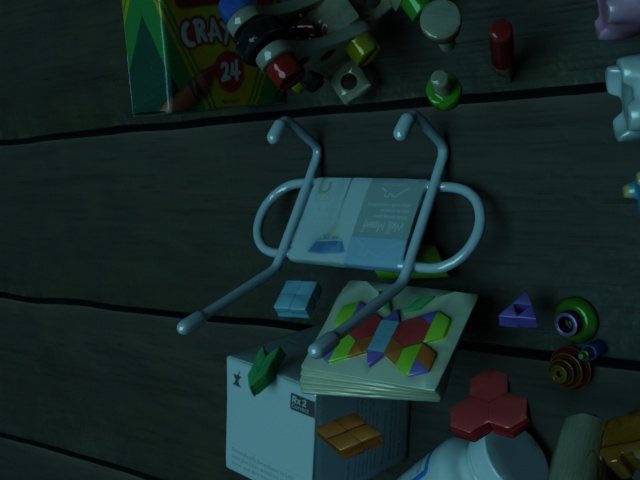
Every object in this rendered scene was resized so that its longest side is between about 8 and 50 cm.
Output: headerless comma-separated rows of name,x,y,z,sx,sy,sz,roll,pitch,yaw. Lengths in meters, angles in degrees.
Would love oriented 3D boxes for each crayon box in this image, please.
crayon box,-0.149,-0.320,1.225,0.081,0.202,0.319,3,102,42

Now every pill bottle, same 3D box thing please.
pill bottle,0.155,0.300,1.134,0.221,0.124,0.124,-48,67,39

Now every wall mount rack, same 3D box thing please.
wall mount rack,0.000,0.000,1.135,0.350,0.130,0.304,4,66,42

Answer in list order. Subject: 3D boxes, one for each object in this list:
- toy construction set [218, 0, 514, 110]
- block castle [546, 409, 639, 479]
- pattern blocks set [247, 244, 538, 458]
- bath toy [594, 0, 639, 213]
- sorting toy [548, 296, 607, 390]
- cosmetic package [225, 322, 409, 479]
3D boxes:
toy construction set,0.069,-0.237,1.086,0.308,0.237,0.257,30,89,16
block castle,0.404,0.255,0.733,0.453,0.213,0.303,-24,118,37
pattern blocks set,0.074,0.109,1.083,0.324,0.285,0.026,-8,132,22
bath toy,0.309,-0.204,0.883,0.129,0.151,0.348,-10,90,6
sorting toy,0.265,0.113,1.047,0.061,0.042,0.102,7,104,42
cosmetic package,-0.002,0.207,1.216,0.151,0.183,0.152,14,109,41
